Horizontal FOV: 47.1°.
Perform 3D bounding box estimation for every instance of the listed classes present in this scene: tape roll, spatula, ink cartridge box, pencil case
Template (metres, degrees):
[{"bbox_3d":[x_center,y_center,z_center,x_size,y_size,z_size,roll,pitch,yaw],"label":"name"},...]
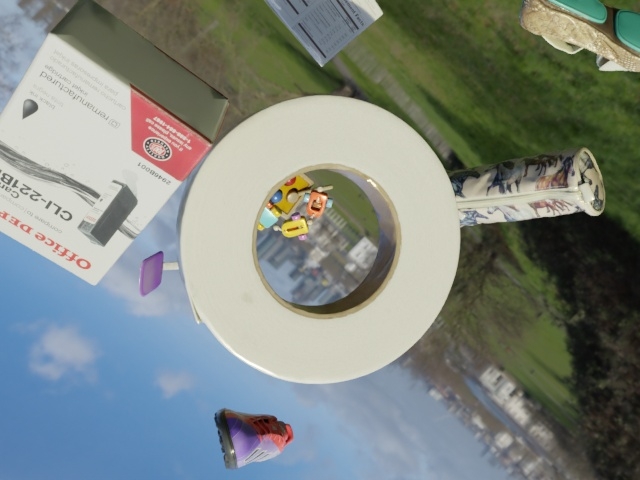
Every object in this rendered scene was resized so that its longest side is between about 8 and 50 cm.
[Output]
[{"bbox_3d":[0.000,0.000,0.995,0.392,0.392,0.072,45,173,-16],"label":"tape roll"},{"bbox_3d":[-0.285,0.047,1.548,0.030,0.084,0.296,19,-160,27],"label":"spatula"},{"bbox_3d":[-0.267,-0.103,0.851,0.197,0.273,0.114,34,-146,-19],"label":"ink cartridge box"},{"bbox_3d":[0.464,-0.116,1.749,0.410,0.183,0.160,-6,118,39],"label":"pencil case"}]

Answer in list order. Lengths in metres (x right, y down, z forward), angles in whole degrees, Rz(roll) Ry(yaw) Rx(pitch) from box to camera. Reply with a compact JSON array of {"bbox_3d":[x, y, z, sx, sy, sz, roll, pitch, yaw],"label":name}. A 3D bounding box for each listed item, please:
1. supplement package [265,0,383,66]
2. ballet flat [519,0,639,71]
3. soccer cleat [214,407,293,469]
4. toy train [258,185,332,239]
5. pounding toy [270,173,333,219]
[{"bbox_3d":[-0.041,-0.471,1.305,0.204,0.145,0.262,45,-171,-39],"label":"supplement package"},{"bbox_3d":[0.325,-0.239,0.855,0.206,0.073,0.067,25,149,-3],"label":"ballet flat"},{"bbox_3d":[-0.119,0.357,1.351,0.318,0.116,0.108,82,174,-73],"label":"soccer cleat"},{"bbox_3d":[-0.064,-0.069,1.478,0.166,0.125,0.046,10,-153,-4],"label":"toy train"},{"bbox_3d":[-0.072,-0.123,1.695,0.100,0.130,0.141,37,-179,38],"label":"pounding toy"}]
